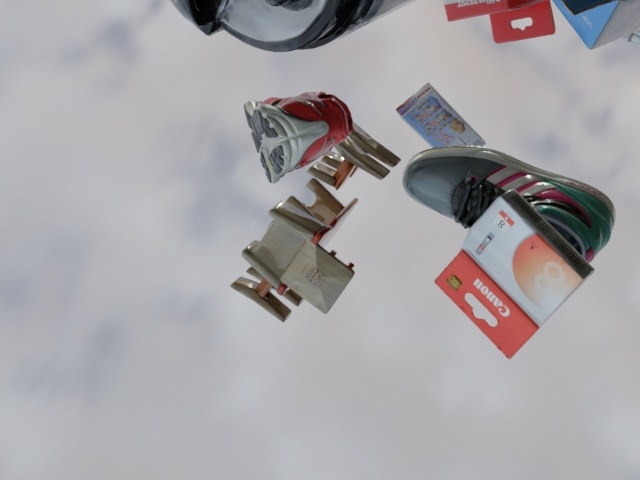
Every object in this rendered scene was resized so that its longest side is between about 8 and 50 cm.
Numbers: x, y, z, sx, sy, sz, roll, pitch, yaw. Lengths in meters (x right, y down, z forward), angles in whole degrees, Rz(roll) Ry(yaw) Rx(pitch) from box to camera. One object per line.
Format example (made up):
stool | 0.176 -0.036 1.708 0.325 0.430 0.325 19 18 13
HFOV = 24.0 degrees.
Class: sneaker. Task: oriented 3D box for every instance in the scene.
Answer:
sneaker | -0.020 -0.131 1.822 0.279 0.118 0.107 -140 32 -79
sneaker | 0.239 -0.024 2.000 0.295 0.124 0.178 14 -150 9

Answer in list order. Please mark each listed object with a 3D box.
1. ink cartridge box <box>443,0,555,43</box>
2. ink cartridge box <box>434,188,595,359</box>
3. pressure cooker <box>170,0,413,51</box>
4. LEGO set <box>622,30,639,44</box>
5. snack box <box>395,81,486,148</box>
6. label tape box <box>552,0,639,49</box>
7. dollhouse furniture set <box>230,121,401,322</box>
ink cartridge box | 0.220 -0.370 1.989 0.078 0.134 0.231 -20 -79 -30
ink cartridge box | 0.228 0.047 1.854 0.145 0.179 0.045 46 -148 12
pressure cooker | -0.003 -0.423 1.744 0.420 0.370 0.375 -32 -149 -33
LEGO set | 0.390 -0.271 1.945 0.244 0.060 0.182 21 -177 -41
snack box | 0.182 -0.169 2.250 0.178 0.064 0.022 38 -162 -50
label tape box | 0.245 -0.314 1.424 0.334 0.106 0.240 -25 -105 -37
dollhouse furniture set | 0.000 0.000 2.014 0.135 0.262 0.259 36 -160 3
